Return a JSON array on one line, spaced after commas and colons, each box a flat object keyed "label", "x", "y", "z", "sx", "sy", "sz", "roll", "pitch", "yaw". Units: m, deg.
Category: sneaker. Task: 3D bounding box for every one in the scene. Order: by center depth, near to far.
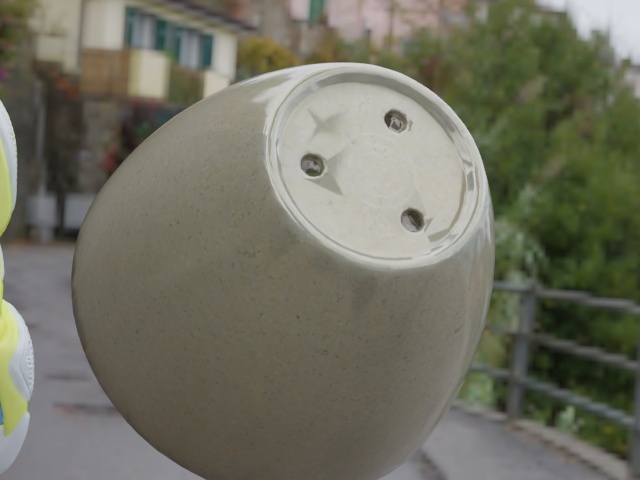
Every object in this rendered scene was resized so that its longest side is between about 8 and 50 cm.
[{"label": "sneaker", "x": -0.234, "y": 0.030, "z": 0.986, "sx": 0.126, "sy": 0.240, "sz": 0.091, "roll": -13, "pitch": 20, "yaw": -35}]

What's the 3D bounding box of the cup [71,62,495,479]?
[{"label": "cup", "x": 0.000, "y": 0.000, "z": 1.324, "sx": 0.331, "sy": 0.331, "sz": 0.237, "roll": 4, "pitch": -27, "yaw": -19}]
